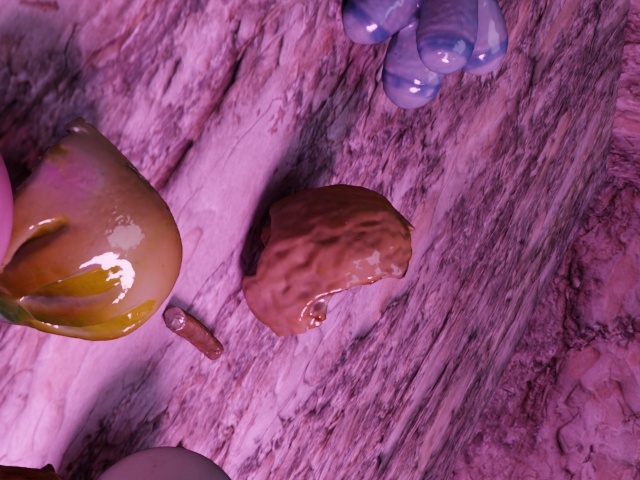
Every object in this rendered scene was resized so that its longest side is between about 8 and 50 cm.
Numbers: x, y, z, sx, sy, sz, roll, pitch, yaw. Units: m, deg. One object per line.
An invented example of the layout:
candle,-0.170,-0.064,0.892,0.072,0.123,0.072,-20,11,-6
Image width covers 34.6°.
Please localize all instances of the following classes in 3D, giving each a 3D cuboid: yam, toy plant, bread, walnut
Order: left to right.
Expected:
bread,-0.208,0.012,0.911,0.158,0.156,0.261,-60,154,-26
yam,-0.154,0.116,1.274,0.032,0.032,0.145,-63,157,-14
walnut,0.007,0.003,1.343,0.141,0.204,0.238,59,45,-34
toy plant,0.157,-0.336,1.385,0.247,0.247,0.332,-22,135,-60

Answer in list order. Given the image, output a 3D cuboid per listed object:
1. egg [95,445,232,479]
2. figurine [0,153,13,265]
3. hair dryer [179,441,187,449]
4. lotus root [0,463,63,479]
egg,-0.198,0.410,1.162,0.230,0.229,0.371,-12,121,-63
figurine,-0.289,-0.024,0.688,0.173,0.173,0.173,-47,148,-42
hair dryer,-0.194,0.445,1.399,0.303,0.120,0.360,-5,105,-74
lotus root,-0.338,0.284,0.887,0.180,0.199,0.188,21,48,-38
